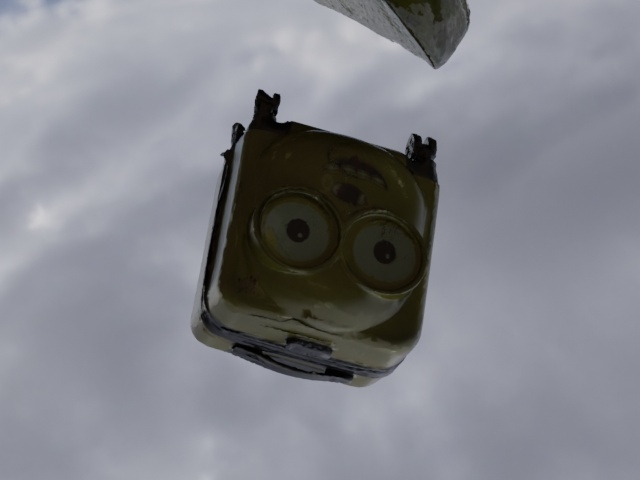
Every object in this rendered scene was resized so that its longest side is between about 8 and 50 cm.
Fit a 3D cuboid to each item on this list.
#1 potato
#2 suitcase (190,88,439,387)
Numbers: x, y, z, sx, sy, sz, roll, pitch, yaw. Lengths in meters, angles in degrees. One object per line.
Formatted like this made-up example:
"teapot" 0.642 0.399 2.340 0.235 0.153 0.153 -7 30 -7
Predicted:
"potato" 0.053 -0.260 1.442 0.112 0.269 0.255 -45 -119 -2
"suitcase" 0.000 0.000 1.384 0.194 0.143 0.234 16 -117 -14
